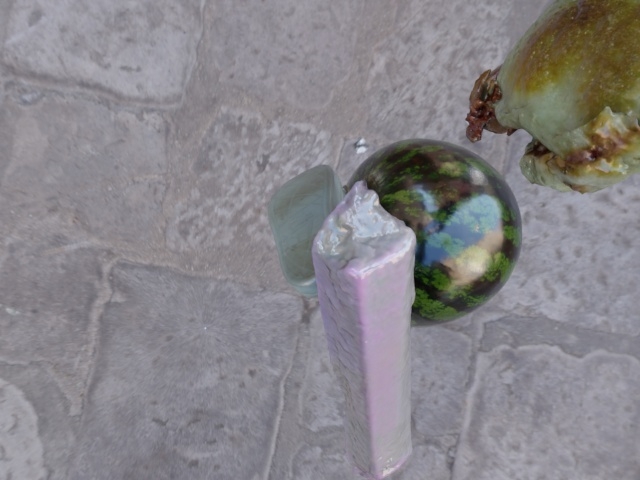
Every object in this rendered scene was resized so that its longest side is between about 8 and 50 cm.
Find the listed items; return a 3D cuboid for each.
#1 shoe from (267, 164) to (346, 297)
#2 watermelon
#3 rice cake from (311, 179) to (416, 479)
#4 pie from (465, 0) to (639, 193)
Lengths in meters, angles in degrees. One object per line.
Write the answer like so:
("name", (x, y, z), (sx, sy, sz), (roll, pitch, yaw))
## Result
("shoe", (0.000, 0.000, 0.642), (0.079, 0.195, 0.078), (-26, 120, 9))
("watermelon", (0.148, -0.009, 0.921), (0.269, 0.269, 0.268), (1, 82, -10))
("rice cake", (0.049, 0.118, 0.606), (0.070, 0.398, 0.064), (-37, 52, -24))
("pie", (0.240, -0.149, 0.468), (0.106, 0.257, 0.274), (37, 102, -21))
